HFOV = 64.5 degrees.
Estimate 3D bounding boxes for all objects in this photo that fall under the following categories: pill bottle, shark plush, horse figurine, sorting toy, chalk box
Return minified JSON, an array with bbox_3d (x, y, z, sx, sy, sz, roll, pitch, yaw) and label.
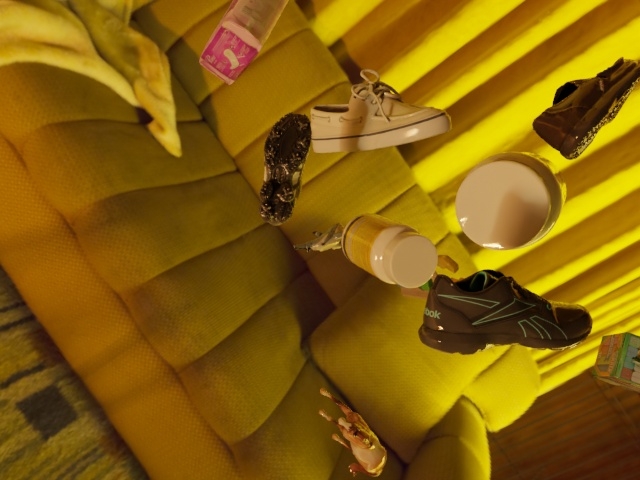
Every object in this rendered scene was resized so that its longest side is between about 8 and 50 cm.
[{"bbox_3d":[0.133,0.018,1.003,0.119,0.119,0.208,47,-7,-22],"label":"pill bottle"},{"bbox_3d":[0.419,-0.091,1.105,0.204,0.204,0.361,58,28,8],"label":"pill bottle"},{"bbox_3d":[0.000,0.000,1.461,0.067,0.161,0.073,61,-9,26],"label":"shark plush"},{"bbox_3d":[0.077,0.428,1.084,0.174,0.066,0.263,20,-39,50],"label":"horse figurine"},{"bbox_3d":[0.253,0.072,1.355,0.229,0.041,0.307,56,-23,-16],"label":"sorting toy"},{"bbox_3d":[0.859,0.333,1.379,0.132,0.132,0.213,20,-11,11],"label":"chalk box"}]

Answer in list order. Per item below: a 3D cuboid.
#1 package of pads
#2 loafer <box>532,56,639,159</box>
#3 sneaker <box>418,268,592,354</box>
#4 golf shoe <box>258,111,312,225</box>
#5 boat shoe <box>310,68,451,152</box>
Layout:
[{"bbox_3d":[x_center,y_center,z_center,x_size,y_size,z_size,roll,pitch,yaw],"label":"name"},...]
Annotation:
[{"bbox_3d":[-0.050,-0.155,0.356,0.032,0.050,0.083,32,55,-22],"label":"package of pads"},{"bbox_3d":[0.351,-0.190,0.664,0.078,0.080,0.220,37,55,23],"label":"loafer"},{"bbox_3d":[0.269,0.096,0.710,0.101,0.267,0.106,-162,-107,-72],"label":"sneaker"},{"bbox_3d":[-0.064,-0.123,0.883,0.077,0.198,0.094,15,-5,2],"label":"golf shoe"},{"bbox_3d":[0.104,-0.274,1.051,0.136,0.367,0.156,-22,108,-32],"label":"boat shoe"}]
